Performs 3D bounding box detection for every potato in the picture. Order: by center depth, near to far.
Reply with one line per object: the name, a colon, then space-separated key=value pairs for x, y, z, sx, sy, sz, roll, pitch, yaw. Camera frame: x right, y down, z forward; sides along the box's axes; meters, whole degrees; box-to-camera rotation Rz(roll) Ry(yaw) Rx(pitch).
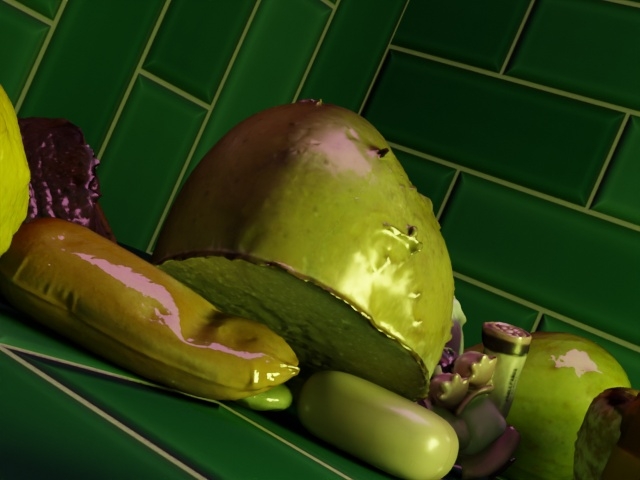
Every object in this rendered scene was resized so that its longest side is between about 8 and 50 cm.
potato: x=0.000 y=0.000 z=1.627 sx=0.385 sy=0.319 sz=0.442 roll=20 pitch=-22 yaw=-2

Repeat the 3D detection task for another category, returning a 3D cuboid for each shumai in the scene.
shumai: x=-0.379 y=0.004 z=1.693 sx=0.346 sy=0.217 sz=0.283 roll=55 pitch=-20 yaw=38

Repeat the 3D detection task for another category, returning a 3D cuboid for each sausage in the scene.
sausage: x=-0.192 y=0.091 z=1.427 sx=0.354 sy=0.116 sz=0.134 roll=27 pitch=17 yaw=10

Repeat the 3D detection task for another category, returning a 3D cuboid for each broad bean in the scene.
broad bean: x=-0.128 y=0.155 z=1.537 sx=0.207 sy=0.072 sz=0.153 roll=34 pitch=2 yaw=10

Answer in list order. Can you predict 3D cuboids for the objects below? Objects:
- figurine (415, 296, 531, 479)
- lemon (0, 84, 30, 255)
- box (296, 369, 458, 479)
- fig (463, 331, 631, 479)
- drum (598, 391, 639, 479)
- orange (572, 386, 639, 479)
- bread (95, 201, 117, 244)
figurine: x=0.119 y=0.190 z=1.860 sx=0.253 sy=0.211 sz=0.361 roll=-20 pitch=31 yaw=-29
lemon: x=-0.354 y=-0.058 z=0.959 sx=0.261 sy=0.260 sz=0.284 roll=24 pitch=9 yaw=-10
box: x=0.068 y=0.221 z=1.521 sx=0.200 sy=0.088 sz=0.146 roll=22 pitch=-2 yaw=21
fig: x=0.332 y=0.262 z=2.048 sx=0.326 sy=0.258 sz=0.258 roll=11 pitch=-3 yaw=11
drum: x=0.344 y=0.264 z=0.770 sx=0.431 sy=0.214 sz=0.431 roll=23 pitch=0 yaw=0
orange: x=0.460 y=0.324 z=1.567 sx=0.369 sy=0.210 sz=0.271 roll=23 pitch=23 yaw=-14
bread: x=-0.367 y=-0.013 z=1.914 sx=0.196 sy=0.102 sz=0.138 roll=67 pitch=-8 yaw=-23
